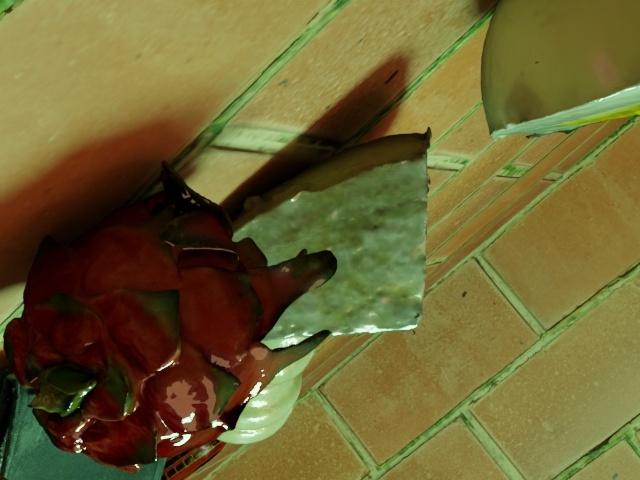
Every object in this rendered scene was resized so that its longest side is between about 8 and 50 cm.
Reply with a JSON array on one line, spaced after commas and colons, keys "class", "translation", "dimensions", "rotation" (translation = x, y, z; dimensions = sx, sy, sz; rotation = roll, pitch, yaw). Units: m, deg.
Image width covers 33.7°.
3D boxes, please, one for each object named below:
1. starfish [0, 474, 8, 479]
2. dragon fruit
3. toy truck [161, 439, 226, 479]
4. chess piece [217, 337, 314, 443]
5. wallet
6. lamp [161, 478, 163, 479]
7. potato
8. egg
[{"class": "starfish", "translation": [-0.324, 0.188, 0.784], "dimensions": [0.074, 0.146, 0.190], "rotation": [6, -157, 40]}, {"class": "dragon fruit", "translation": [-0.117, 0.062, 0.803], "dimensions": [0.274, 0.192, 0.193], "rotation": [-32, 173, -45]}, {"class": "toy truck", "translation": [-0.284, 0.374, 1.746], "dimensions": [0.253, 0.114, 0.107], "rotation": [-33, 169, -34]}, {"class": "chess piece", "translation": [-0.072, 0.145, 1.424], "dimensions": [0.167, 0.167, 0.299], "rotation": [-31, 163, -35]}, {"class": "wallet", "translation": [-0.256, 0.227, 1.084], "dimensions": [0.342, 0.075, 0.237], "rotation": [0, 102, -72]}, {"class": "lamp", "translation": [-0.317, 0.412, 1.491], "dimensions": [0.247, 0.247, 0.247], "rotation": [-37, 169, -8]}, {"class": "potato", "translation": [-0.014, -0.019, 1.090], "dimensions": [0.264, 0.211, 0.189], "rotation": [-7, -153, -2]}, {"class": "egg", "translation": [0.289, -0.213, 0.979], "dimensions": [0.337, 0.201, 0.337], "rotation": [-15, 178, 0]}]
